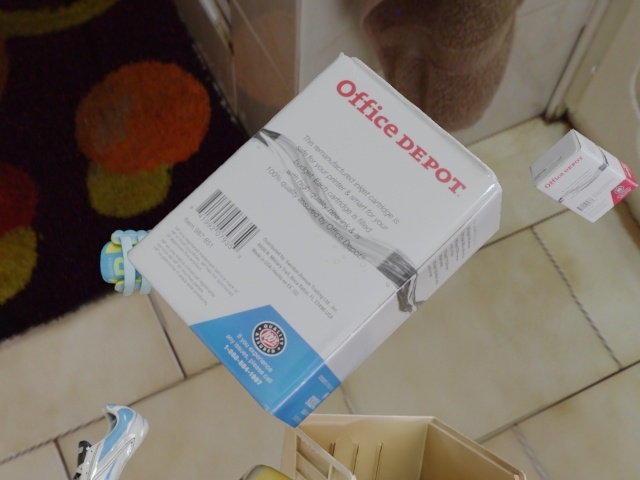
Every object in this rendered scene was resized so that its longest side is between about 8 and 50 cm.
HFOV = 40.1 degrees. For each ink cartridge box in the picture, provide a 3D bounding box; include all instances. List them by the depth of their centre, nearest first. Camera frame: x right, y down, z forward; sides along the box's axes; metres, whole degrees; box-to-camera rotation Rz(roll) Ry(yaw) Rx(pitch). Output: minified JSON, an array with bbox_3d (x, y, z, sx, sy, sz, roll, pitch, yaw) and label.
[{"bbox_3d":[0.000,0.000,0.895,0.307,0.129,0.223,-44,69,-6],"label":"ink cartridge box"},{"bbox_3d":[0.462,-0.113,1.546,0.150,0.109,0.063,28,37,-25],"label":"ink cartridge box"}]

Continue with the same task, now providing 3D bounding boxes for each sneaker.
[{"bbox_3d":[-0.338,0.354,1.298,0.086,0.085,0.237,29,56,-11],"label":"sneaker"},{"bbox_3d":[-0.239,0.041,1.449,0.208,0.319,0.127,-4,92,-36],"label":"sneaker"}]

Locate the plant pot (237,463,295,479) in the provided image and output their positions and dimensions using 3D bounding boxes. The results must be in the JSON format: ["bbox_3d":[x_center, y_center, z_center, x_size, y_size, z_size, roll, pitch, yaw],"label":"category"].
[{"bbox_3d":[0.017,0.220,0.319,0.239,0.254,0.254,40,68,4],"label":"plant pot"}]

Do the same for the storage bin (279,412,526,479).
[{"bbox_3d":[0.101,0.337,1.209,0.262,0.260,0.123,7,94,-25],"label":"storage bin"}]
